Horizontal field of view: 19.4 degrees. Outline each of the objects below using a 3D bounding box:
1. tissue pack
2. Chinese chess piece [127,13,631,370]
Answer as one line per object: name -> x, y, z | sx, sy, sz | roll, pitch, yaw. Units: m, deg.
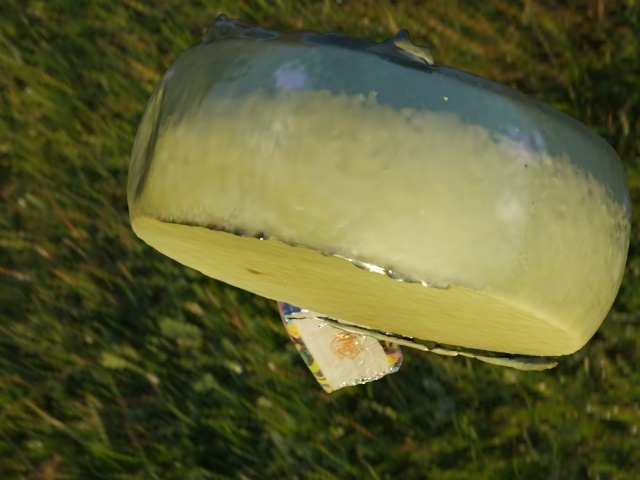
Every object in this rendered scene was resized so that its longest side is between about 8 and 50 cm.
tissue pack -> 0.000, 0.000, 1.104 | 0.060, 0.108, 0.148 | -17, 60, 8
Chinese chess piece -> 0.022, -0.014, 0.699 | 0.188, 0.188, 0.083 | 13, 80, 12
